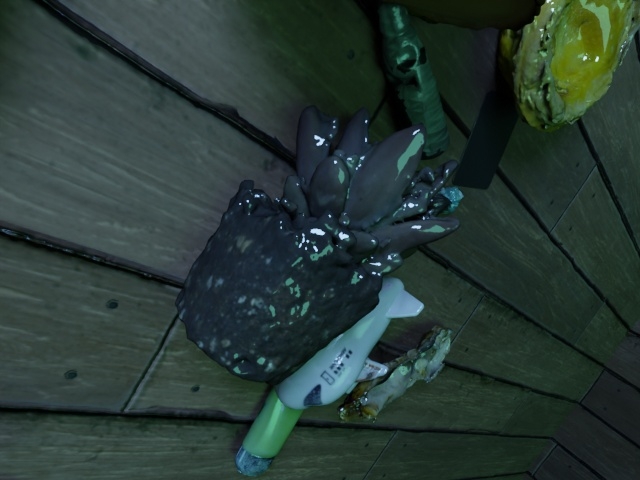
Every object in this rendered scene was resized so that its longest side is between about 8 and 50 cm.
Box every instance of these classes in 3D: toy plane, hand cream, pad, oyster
[{"bbox_3d":[0.034,0.150,0.654,0.252,0.118,0.252,-18,126,-26],"label":"toy plane"},{"bbox_3d":[-0.074,0.294,0.709,0.095,0.046,0.175,30,88,-39],"label":"hand cream"},{"bbox_3d":[0.281,-0.163,0.734,0.112,0.003,0.157,0,116,-38],"label":"pad"},{"bbox_3d":[0.146,0.244,0.823,0.344,0.078,0.129,-16,132,-41],"label":"oyster"}]

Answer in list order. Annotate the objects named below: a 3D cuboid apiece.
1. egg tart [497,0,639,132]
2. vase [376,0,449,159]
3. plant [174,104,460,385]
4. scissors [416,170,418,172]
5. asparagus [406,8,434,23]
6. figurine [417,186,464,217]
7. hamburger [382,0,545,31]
[{"bbox_3d":[0.353,-0.302,0.626,0.288,0.118,0.289,-18,125,-28],"label":"egg tart"},{"bbox_3d":[0.112,-0.196,0.545,0.060,0.060,0.211,-41,132,-10],"label":"vase"},{"bbox_3d":[0.000,0.000,0.484,0.321,0.194,0.181,-51,138,3],"label":"plant"},{"bbox_3d":[0.066,-0.031,0.631,0.101,0.027,0.205,33,91,-41],"label":"scissors"},{"bbox_3d":[0.215,-0.351,0.522,0.343,0.082,0.085,-35,96,-17],"label":"asparagus"},{"bbox_3d":[0.184,-0.060,0.696,0.105,0.047,0.060,-12,159,-40],"label":"figurine"},{"bbox_3d":[0.082,-0.284,0.300,0.260,0.302,0.187,4,117,-45],"label":"hamburger"}]
